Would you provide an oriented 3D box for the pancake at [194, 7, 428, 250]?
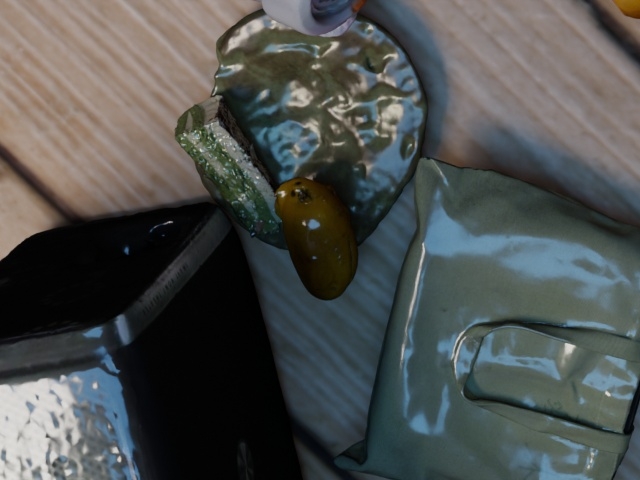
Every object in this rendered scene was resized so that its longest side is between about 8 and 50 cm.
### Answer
[{"bbox_3d":[-0.011,-0.102,1.768,0.222,0.042,0.236,0,109,12],"label":"pancake"}]

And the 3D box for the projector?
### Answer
[{"bbox_3d":[-0.176,0.217,1.709,0.242,0.395,0.405,-11,104,12],"label":"projector"}]

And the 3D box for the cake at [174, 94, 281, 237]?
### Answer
[{"bbox_3d":[-0.077,-0.059,1.754,0.051,0.055,0.140,-27,103,18],"label":"cake"}]

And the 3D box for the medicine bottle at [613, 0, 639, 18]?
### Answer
[{"bbox_3d":[0.273,-0.255,1.606,0.112,0.149,0.222,-33,98,19],"label":"medicine bottle"}]

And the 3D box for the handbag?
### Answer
[{"bbox_3d":[0.170,0.097,1.757,0.253,0.109,0.316,15,108,2],"label":"handbag"}]

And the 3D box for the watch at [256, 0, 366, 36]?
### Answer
[{"bbox_3d":[-0.027,-0.313,1.660,0.231,0.196,0.244,36,109,22],"label":"watch"}]

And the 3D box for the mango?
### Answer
[{"bbox_3d":[0.000,0.000,1.746,0.063,0.077,0.127,-22,120,-9],"label":"mango"}]
